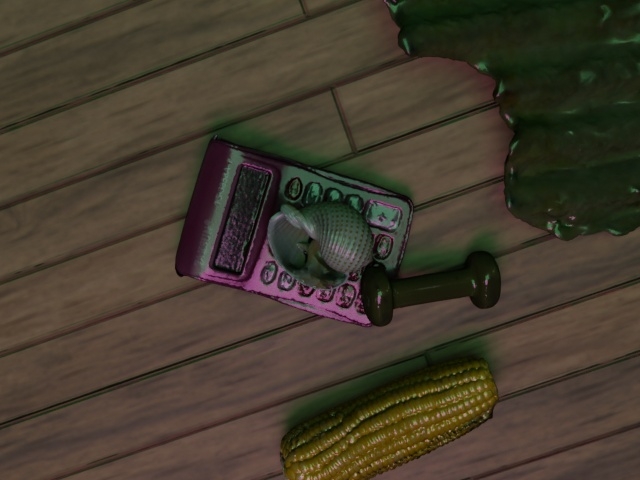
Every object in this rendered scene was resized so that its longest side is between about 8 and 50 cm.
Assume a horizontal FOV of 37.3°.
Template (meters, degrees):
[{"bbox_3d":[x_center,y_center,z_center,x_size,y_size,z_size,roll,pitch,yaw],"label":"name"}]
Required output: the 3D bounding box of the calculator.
[{"bbox_3d":[-0.022,-0.005,0.824,0.190,0.034,0.127,17,97,-6],"label":"calculator"}]

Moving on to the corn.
[{"bbox_3d":[0.059,0.162,0.823,0.203,0.072,0.072,-26,95,4],"label":"corn"}]

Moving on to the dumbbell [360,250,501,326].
[{"bbox_3d":[0.093,0.040,0.805,0.118,0.046,0.052,-8,109,-11],"label":"dumbbell"}]

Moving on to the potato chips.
[{"bbox_3d":[0.256,-0.216,0.754,0.389,0.097,0.373,-34,96,7],"label":"potato chips"}]

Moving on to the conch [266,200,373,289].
[{"bbox_3d":[0.002,-0.001,0.783,0.085,0.056,0.076,38,120,9],"label":"conch"}]
